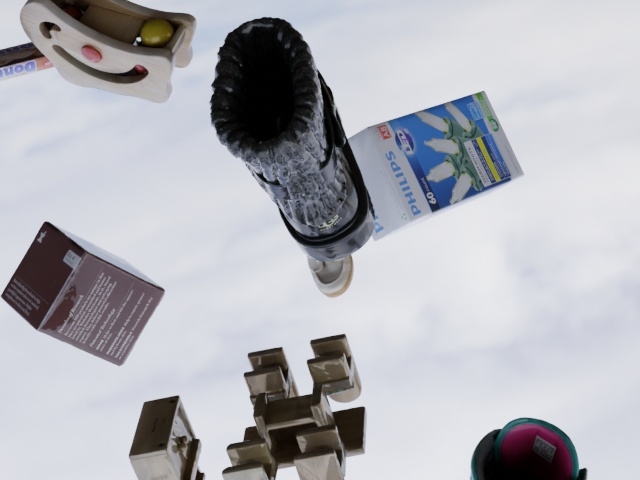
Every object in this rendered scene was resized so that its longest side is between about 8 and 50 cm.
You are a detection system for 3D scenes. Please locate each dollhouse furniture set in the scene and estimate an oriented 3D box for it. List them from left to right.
[{"bbox_3d":[-0.063,0.246,1.424,0.242,0.161,0.212,-12,-152,11],"label":"dollhouse furniture set"}]

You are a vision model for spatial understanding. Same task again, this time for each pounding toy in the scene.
[{"bbox_3d":[-0.275,-0.294,1.662,0.270,0.154,0.154,14,-121,20],"label":"pounding toy"}]

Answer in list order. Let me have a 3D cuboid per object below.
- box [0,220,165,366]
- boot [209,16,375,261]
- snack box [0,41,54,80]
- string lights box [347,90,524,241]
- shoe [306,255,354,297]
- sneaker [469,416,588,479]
[{"bbox_3d":[-0.431,0.097,2.365,0.203,0.167,0.168,31,180,-42],"label":"box"},{"bbox_3d":[-0.059,-0.163,1.438,0.131,0.260,0.348,-33,-125,2],"label":"boot"},{"bbox_3d":[-0.433,-0.234,1.744,0.178,0.022,0.064,-19,-146,-24],"label":"snack box"},{"bbox_3d":[0.144,-0.101,1.701,0.260,0.133,0.077,-22,176,-46],"label":"string lights box"},{"bbox_3d":[0.000,0.000,2.109,0.077,0.058,0.219,-31,-135,20],"label":"shoe"},{"bbox_3d":[0.233,0.268,1.413,0.124,0.178,0.295,21,-156,22],"label":"sneaker"}]
